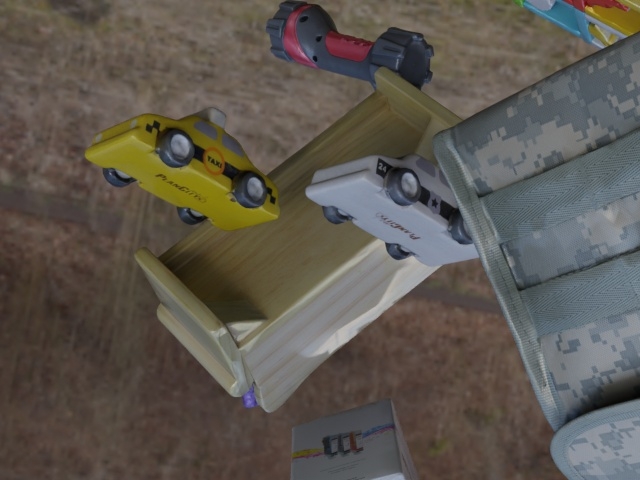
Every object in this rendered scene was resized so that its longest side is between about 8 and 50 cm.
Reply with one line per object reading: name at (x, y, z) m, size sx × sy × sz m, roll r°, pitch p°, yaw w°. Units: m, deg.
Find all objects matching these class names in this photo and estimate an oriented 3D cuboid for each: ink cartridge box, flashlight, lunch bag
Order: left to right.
flashlight at (0.043, -0.297, 1.774) m, size 0.304 × 0.103 × 0.103 m, roll 21°, pitch 160°, yaw 48°
ink cartridge box at (0.044, 0.283, 1.314) m, size 0.127 × 0.128 × 0.176 m, roll -17°, pitch -162°, yaw 6°
lunch bag at (0.227, 0.025, 0.606) m, size 0.235 × 0.287 × 0.169 m, roll -24°, pitch 176°, yaw 39°

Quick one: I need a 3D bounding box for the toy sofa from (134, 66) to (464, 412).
toy sofa at (0.000, 0.000, 1.255) m, size 0.150 × 0.362 × 0.177 m, roll 40°, pitch 162°, yaw 35°

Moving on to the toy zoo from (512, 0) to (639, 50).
toy zoo at (0.264, -0.244, 1.183) m, size 0.293 × 0.030 × 0.192 m, roll 34°, pitch 180°, yaw 21°

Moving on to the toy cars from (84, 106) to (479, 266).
toy cars at (-0.021, -0.064, 1.131) m, size 0.393 × 0.087 × 0.176 m, roll 10°, pitch 158°, yaw -1°
